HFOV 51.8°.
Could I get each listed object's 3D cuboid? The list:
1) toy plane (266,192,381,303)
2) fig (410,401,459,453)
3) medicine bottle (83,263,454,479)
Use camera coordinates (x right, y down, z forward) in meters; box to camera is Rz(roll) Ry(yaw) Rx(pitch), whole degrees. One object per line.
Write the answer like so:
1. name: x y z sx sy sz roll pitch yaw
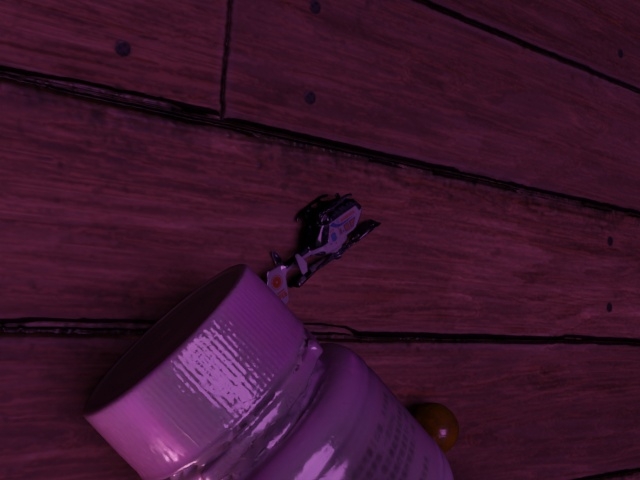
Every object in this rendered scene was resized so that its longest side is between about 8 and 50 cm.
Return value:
1. toy plane: -0.001 0.000 0.841 0.197 0.053 0.078 -41 119 -33
2. fig: 0.161 0.264 0.925 0.088 0.074 0.074 6 84 -50
3. medicine bottle: -0.049 0.209 0.671 0.325 0.256 0.256 49 63 -13
